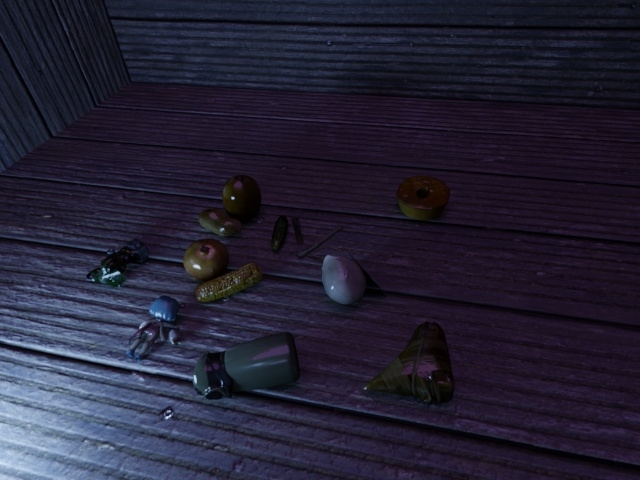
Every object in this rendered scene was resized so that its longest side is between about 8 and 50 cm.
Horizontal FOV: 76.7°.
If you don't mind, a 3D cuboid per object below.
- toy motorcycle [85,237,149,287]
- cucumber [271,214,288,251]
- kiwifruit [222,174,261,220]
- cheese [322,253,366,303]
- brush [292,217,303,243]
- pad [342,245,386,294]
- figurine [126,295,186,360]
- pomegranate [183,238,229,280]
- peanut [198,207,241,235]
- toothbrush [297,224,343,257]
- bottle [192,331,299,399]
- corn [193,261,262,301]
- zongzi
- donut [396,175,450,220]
[{"bbox_3d":[-0.869,0.099,1.767,0.186,0.125,0.275,15,44,31],"label":"toy motorcycle"},{"bbox_3d":[-0.194,-0.033,1.918,0.069,0.069,0.228,3,46,7],"label":"cucumber"},{"bbox_3d":[-0.390,-0.214,2.000,0.195,0.234,0.196,-1,47,1],"label":"kiwifruit"},{"bbox_3d":[0.098,0.159,1.604,0.154,0.198,0.189,-21,50,32],"label":"cheese"},{"bbox_3d":[-0.111,-0.054,1.961,0.034,0.028,0.191,-9,43,-4],"label":"brush"},{"bbox_3d":[0.181,0.125,1.665,0.003,0.158,0.235,-41,49,1],"label":"pad"},{"bbox_3d":[-0.607,0.327,1.513,0.205,0.103,0.260,15,55,21],"label":"figurine"},{"bbox_3d":[-0.485,0.078,1.721,0.191,0.191,0.191,-1,42,1],"label":"pomegranate"},{"bbox_3d":[-0.484,-0.088,1.959,0.236,0.111,0.120,17,37,18],"label":"peanut"},{"bbox_3d":[0.004,0.001,1.896,0.294,0.026,0.028,-33,35,-28],"label":"toothbrush"},{"bbox_3d":[-0.247,0.422,1.349,0.346,0.169,0.169,-12,43,-5],"label":"bottle"},{"bbox_3d":[-0.378,0.174,1.672,0.291,0.101,0.101,-20,45,-20],"label":"corn"},{"bbox_3d":[0.290,0.402,1.375,0.287,0.134,0.286,-4,35,10],"label":"zongzi"},{"bbox_3d":[0.511,-0.207,2.037,0.277,0.109,0.278,-2,43,1],"label":"donut"}]
